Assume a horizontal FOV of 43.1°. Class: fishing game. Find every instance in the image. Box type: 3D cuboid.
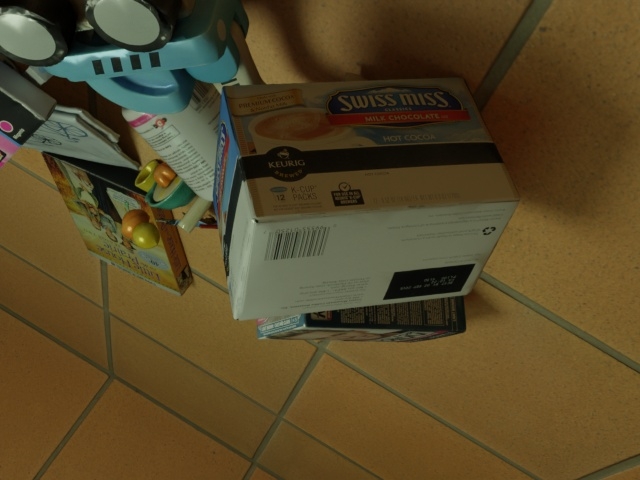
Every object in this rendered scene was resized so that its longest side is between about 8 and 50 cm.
[{"bbox_3d":[-0.222,-0.042,1.668,0.189,0.041,0.264,2,-178,-27],"label":"fishing game"}]

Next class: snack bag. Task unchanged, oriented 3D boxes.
[{"bbox_3d":[-0.554,-0.227,1.643,0.323,0.037,0.342,12,170,12],"label":"snack bag"}]

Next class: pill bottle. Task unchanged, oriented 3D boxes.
[{"bbox_3d":[-0.191,-0.170,1.401,0.160,0.160,0.283,-8,131,49],"label":"pill bottle"}]

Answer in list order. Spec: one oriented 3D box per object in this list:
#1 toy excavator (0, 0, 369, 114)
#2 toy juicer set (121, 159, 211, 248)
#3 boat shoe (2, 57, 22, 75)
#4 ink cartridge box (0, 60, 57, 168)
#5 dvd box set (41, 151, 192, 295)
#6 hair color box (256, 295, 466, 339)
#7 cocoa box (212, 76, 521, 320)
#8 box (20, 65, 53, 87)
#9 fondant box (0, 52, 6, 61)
[{"bbox_3d":[-0.162,-0.265,1.137,0.432,0.222,0.445,-3,150,17],"label":"toy excavator"},{"bbox_3d":[-0.303,-0.087,1.586,0.089,0.209,0.329,40,152,-30],"label":"toy juicer set"},{"bbox_3d":[-0.663,-0.331,1.693,0.075,0.083,0.226,-5,133,49],"label":"boat shoe"},{"bbox_3d":[-0.638,-0.280,1.327,0.371,0.069,0.175,39,130,-24],"label":"ink cartridge box"},{"bbox_3d":[-0.485,-0.048,1.970,0.307,0.062,0.420,23,149,17],"label":"dvd box set"},{"bbox_3d":[0.074,0.123,1.461,0.347,0.105,0.174,6,164,-31],"label":"hair color box"},{"bbox_3d":[0.043,-0.060,1.092,0.347,0.228,0.231,-5,145,-15],"label":"cocoa box"},{"bbox_3d":[-0.451,-0.322,1.397,0.038,0.145,0.186,46,164,-20],"label":"box"},{"bbox_3d":[-0.680,-0.435,1.396,0.096,0.238,0.330,10,144,38],"label":"fondant box"}]
